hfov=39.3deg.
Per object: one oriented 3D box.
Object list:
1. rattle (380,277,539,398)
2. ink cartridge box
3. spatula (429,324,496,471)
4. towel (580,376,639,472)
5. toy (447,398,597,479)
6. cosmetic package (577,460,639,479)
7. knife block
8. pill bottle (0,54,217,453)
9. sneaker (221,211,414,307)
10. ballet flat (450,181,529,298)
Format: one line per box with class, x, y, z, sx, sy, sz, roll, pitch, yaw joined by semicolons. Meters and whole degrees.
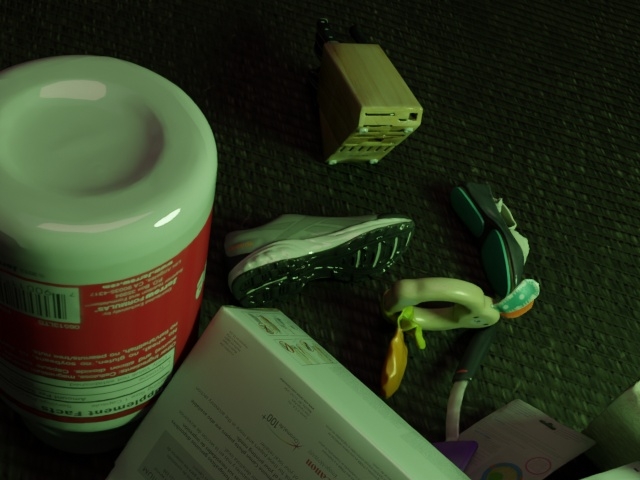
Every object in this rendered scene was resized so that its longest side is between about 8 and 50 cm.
rattle;0.177;0.118;1.102;0.199;0.130;0.143;10;46;-11
ink cartridge box;-0.038;0.263;0.884;0.309;0.272;0.130;40;10;22
spatula;0.165;0.190;1.069;0.084;0.030;0.296;-13;28;34
towel;0.362;0.246;0.932;0.049;0.282;0.187;-38;71;-9
toy;0.175;0.272;0.995;0.237;0.056;0.137;-23;22;-22
cosmetic package;0.235;0.348;0.800;0.224;0.225;0.138;-5;28;-34
knife block;0.051;-0.242;1.303;0.088;0.275;0.242;-3;81;-14
pill bottle;-0.229;0.042;0.883;0.229;0.408;0.229;6;50;-8
sneaker;0.000;0.000;1.176;0.271;0.100;0.108;-11;48;-21
ballet flat;0.250;-0.006;1.254;0.074;0.074;0.203;-7;50;-18
